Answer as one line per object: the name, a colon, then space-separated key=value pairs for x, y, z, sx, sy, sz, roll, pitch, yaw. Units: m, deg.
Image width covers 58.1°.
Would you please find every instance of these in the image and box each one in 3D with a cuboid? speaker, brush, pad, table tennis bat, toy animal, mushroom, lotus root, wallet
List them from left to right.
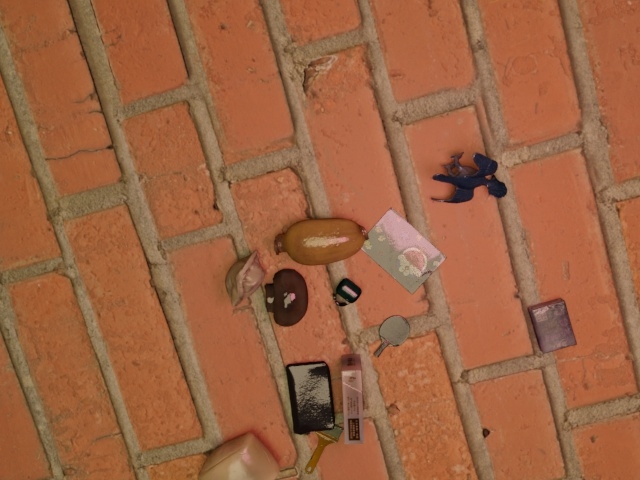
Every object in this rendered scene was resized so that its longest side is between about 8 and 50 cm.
mushroom: x=-0.106 y=0.187 z=1.845 sx=0.141 sy=0.117 sz=0.188 roll=-3 pitch=94 yaw=-9
wallet: x=-0.031 y=0.524 z=1.913 sx=0.148 sy=0.044 sz=0.250 roll=-7 pitch=95 yaw=4
brush: x=-0.002 y=0.707 z=1.957 sx=0.083 sy=0.011 sz=0.205 roll=26 pitch=99 yaw=0
lotus root: x=0.000 y=0.003 z=1.795 sx=0.303 sy=0.131 sz=0.146 roll=-6 pitch=97 yaw=4
speaker: x=0.080 y=0.174 z=1.852 sx=0.075 sy=0.060 sz=0.094 roll=38 pitch=98 yaw=-2
table tennis bat: x=0.228 y=0.316 z=1.889 sx=0.095 sy=0.014 sz=0.158 roll=36 pitch=96 yaw=-4
pad: x=0.260 y=0.036 z=1.852 sx=0.245 sy=0.006 sz=0.170 roll=42 pitch=98 yaw=-4
toy animal: x=0.452 y=-0.186 z=1.738 sx=0.255 sy=0.239 sz=0.176 roll=-20 pitch=64 yaw=-34

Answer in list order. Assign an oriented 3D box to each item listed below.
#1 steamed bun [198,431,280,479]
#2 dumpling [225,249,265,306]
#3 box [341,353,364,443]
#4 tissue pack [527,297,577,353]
steamed bun: x=-0.276 y=0.771 z=1.906 sx=0.250 sy=0.155 sz=0.200 roll=-38 pitch=95 yaw=4
dumpling: x=-0.241 y=0.125 z=1.826 sx=0.118 sy=0.136 sz=0.199 roll=17 pitch=109 yaw=-7
box: x=0.104 y=0.505 z=1.851 sx=0.067 sy=0.155 sz=0.243 roll=-2 pitch=99 yaw=2
tissue pack: x=0.739 y=0.273 z=1.841 sx=0.112 sy=0.051 sz=0.156 roll=-18 pitch=97 yaw=8
